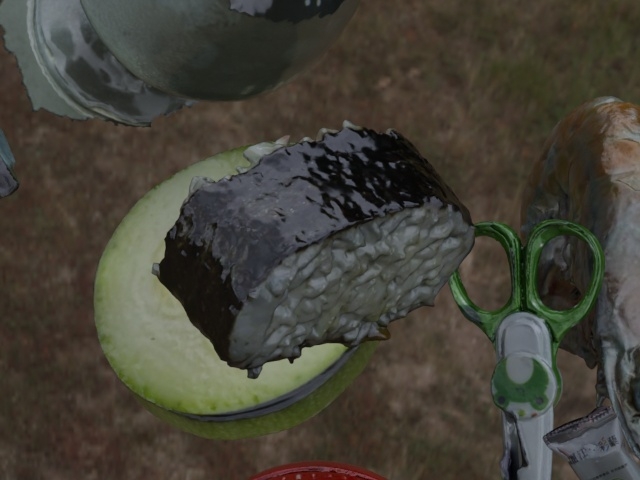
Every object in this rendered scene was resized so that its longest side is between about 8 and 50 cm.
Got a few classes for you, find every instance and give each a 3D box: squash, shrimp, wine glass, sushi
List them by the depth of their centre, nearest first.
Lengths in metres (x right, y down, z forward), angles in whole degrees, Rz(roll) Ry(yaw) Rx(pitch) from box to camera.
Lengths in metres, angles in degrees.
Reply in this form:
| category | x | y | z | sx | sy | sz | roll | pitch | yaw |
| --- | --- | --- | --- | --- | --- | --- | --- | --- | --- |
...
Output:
| category | x | y | z | sx | sy | sz | roll | pitch | yaw |
| --- | --- | --- | --- | --- | --- | --- | --- | --- | --- |
| sushi | 0.000 | 0.000 | 0.703 | 0.150 | 0.090 | 0.078 | -18 | 48 | -33 |
| shrimp | 0.193 | 0.034 | 1.056 | 0.062 | 0.164 | 0.316 | 13 | 49 | -19 |
| wine glass | -0.101 | -0.212 | 1.182 | 0.238 | 0.323 | 0.238 | 6 | 77 | -24 |
| squash | -0.057 | 0.038 | 1.194 | 0.252 | 0.049 | 0.252 | -9 | 57 | 14 |

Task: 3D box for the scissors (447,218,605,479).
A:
| category | x | y | z | sx | sy | sz | roll | pitch | yaw |
| --- | --- | --- | --- | --- | --- | --- | --- | --- | --- |
| scissors | 0.132 | 0.089 | 0.951 | 0.101 | 0.204 | 0.027 | -2 | -1 | 24 |

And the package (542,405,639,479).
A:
| category | x | y | z | sx | sy | sz | roll | pitch | yaw |
| --- | --- | --- | --- | --- | --- | --- | --- | --- | --- |
| package | 0.150 | 0.126 | 0.723 | 0.037 | 0.110 | 0.015 | -28 | 23 | 21 |

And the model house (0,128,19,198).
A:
| category | x | y | z | sx | sy | sz | roll | pitch | yaw |
| --- | --- | --- | --- | --- | --- | --- | --- | --- | --- |
| model house | -0.301 | -0.068 | 1.014 | 0.152 | 0.106 | 0.165 | -29 | 27 | -6 |

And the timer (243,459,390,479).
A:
| category | x | y | z | sx | sy | sz | roll | pitch | yaw |
| --- | --- | --- | --- | --- | --- | --- | --- | --- | --- |
| timer | -0.004 | 0.477 | 1.973 | 0.378 | 0.377 | 0.279 | 9 | 16 | -1 |
